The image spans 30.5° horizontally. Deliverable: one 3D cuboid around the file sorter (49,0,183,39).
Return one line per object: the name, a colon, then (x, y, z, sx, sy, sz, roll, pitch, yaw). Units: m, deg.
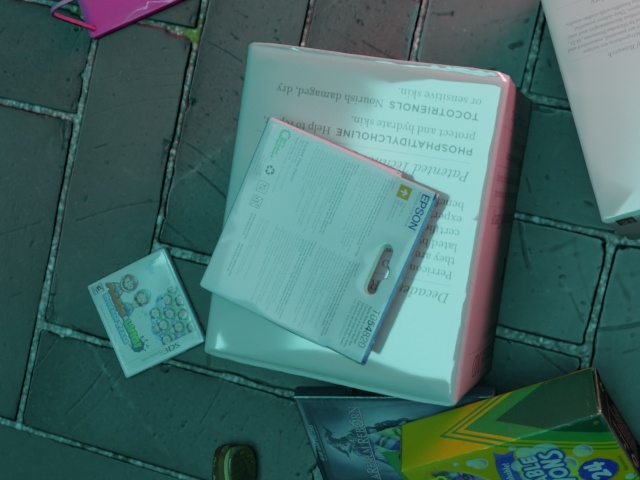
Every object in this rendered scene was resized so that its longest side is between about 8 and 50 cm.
file sorter: (-0.330, -0.481, 1.729, 0.202, 0.182, 0.291, -20, 85, 15)

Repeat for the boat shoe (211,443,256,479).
boat shoe: (-0.134, 0.390, 1.749, 0.060, 0.064, 0.178, 1, 89, 46)

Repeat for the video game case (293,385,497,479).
video game case: (0.116, 0.271, 1.627, 0.274, 0.026, 0.196, -3, 133, 15)

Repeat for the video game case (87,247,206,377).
video game case: (-0.266, 0.111, 1.800, 0.143, 0.019, 0.157, -26, 83, 14)

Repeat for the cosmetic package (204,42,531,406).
cosmetic package: (0.076, -0.027, 1.542, 0.327, 0.329, 0.394, 9, 94, 15)

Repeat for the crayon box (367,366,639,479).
crayon box: (0.247, 0.300, 1.549, 0.323, 0.083, 0.203, -20, 128, 22)

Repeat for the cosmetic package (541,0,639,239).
cosmetic package: (0.394, -0.206, 1.483, 0.156, 0.217, 0.385, -18, 79, 21)

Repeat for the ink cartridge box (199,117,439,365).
ink cartridge box: (0.000, 0.000, 1.369, 0.224, 0.045, 0.223, 26, 98, 14)
